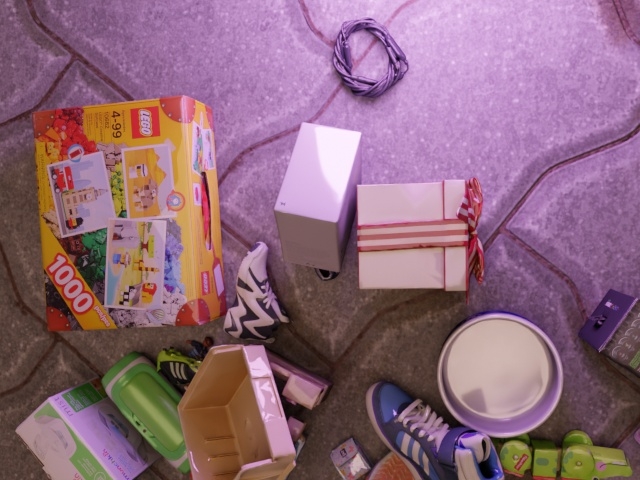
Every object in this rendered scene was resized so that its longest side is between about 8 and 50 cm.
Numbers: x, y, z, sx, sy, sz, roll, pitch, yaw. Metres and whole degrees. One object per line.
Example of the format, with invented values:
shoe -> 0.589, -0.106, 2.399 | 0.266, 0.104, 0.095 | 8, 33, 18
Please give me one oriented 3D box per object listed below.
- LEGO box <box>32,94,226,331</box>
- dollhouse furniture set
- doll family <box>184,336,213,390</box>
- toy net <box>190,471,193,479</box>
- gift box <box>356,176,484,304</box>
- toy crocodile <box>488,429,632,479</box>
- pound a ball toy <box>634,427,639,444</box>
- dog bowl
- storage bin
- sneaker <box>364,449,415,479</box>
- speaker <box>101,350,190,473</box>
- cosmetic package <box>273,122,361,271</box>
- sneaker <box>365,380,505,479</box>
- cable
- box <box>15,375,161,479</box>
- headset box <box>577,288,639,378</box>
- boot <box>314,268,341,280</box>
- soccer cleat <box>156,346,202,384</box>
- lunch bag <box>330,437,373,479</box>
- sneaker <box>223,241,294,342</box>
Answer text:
LEGO box -> -0.436, -0.054, 1.711 | 0.372, 0.193, 0.501 | -4, 91, 11
dollhouse furniture set -> -0.135, 0.409, 1.621 | 0.198, 0.286, 0.304 | 26, 85, 10
doll family -> -0.267, 0.314, 1.751 | 0.193, 0.076, 0.111 | 44, 103, 9
toy net -> -0.233, 0.559, 1.706 | 0.045, 0.122, 0.232 | 18, 123, 42
gift box -> 0.215, -0.001, 1.559 | 0.258, 0.276, 0.255 | -2, 96, 9
toy crocodile -> 0.492, 0.474, 1.596 | 0.340, 0.115, 0.105 | 2, 98, 12
pound a ball toy -> 0.766, 0.482, 1.497 | 0.135, 0.208, 0.319 | -41, 85, 8
dog bowl -> 0.388, 0.288, 1.614 | 0.264, 0.104, 0.265 | 0, 91, 10
storage bin -> -0.174, 0.386, 1.494 | 0.260, 0.123, 0.262 | -58, 41, 41
sneaker -> 0.122, 0.582, 1.675 | 0.108, 0.121, 0.302 | 39, 76, -3
speaker -> -0.380, 0.406, 1.747 | 0.296, 0.131, 0.131 | 45, 98, 6
cosmetic package -> 0.002, -0.089, 1.574 | 0.138, 0.225, 0.224 | 11, 63, 10
sneaker -> 0.257, 0.409, 1.566 | 0.323, 0.130, 0.236 | 56, 139, 10
cable -> 0.103, -0.419, 1.683 | 0.150, 0.047, 0.185 | -38, 87, 14
box -> -0.535, 0.475, 1.724 | 0.126, 0.231, 0.262 | -43, 83, 9
headset box -> 0.677, 0.223, 1.487 | 0.283, 0.246, 0.131 | 34, 97, 7
boot -> 0.000, 0.000, 1.686 | 0.069, 0.086, 0.190 | -21, 88, 10
soccer cleat -> -0.308, 0.305, 1.703 | 0.178, 0.060, 0.072 | 19, 101, 33
lunch bag -> 0.070, 0.509, 1.705 | 0.071, 0.053, 0.083 | -36, 76, 8
sneaker -> -0.121, 0.131, 1.709 | 0.153, 0.094, 0.235 | 19, 95, 8
